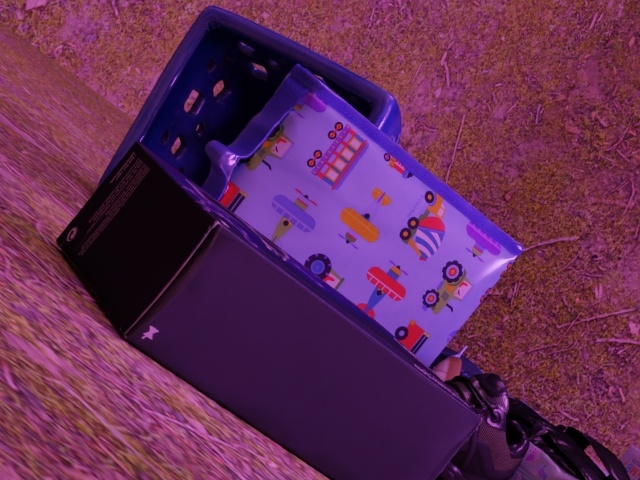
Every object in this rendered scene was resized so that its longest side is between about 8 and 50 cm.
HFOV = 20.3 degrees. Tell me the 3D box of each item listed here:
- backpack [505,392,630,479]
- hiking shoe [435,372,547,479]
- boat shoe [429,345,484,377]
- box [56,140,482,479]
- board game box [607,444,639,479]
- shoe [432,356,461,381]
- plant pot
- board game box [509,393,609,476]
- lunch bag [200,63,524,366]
[{"bbox_3d":[0.216,0.236,1.719,0.152,0.115,0.182,23,12,-37],"label":"backpack"},{"bbox_3d":[0.106,0.152,1.595,0.227,0.114,0.086,37,2,-40],"label":"hiking shoe"},{"bbox_3d":[0.162,0.186,2.082,0.258,0.109,0.089,37,4,41],"label":"boat shoe"},{"bbox_3d":[-0.037,0.063,1.251,0.261,0.103,0.184,38,5,-30],"label":"box"},{"bbox_3d":[0.384,0.340,1.843,0.144,0.142,0.275,37,2,40],"label":"board game box"},{"bbox_3d":[0.121,0.171,1.939,0.058,0.076,0.219,3,8,7],"label":"shoe"},{"bbox_3d":[-0.054,-0.066,1.834,0.236,0.236,0.212,28,-8,19],"label":"plant pot"},{"bbox_3d":[0.324,0.317,2.274,0.308,0.086,0.302,39,2,19],"label":"board game box"},{"bbox_3d":[0.000,0.000,1.596,0.293,0.221,0.138,38,2,-38],"label":"lunch bag"}]
